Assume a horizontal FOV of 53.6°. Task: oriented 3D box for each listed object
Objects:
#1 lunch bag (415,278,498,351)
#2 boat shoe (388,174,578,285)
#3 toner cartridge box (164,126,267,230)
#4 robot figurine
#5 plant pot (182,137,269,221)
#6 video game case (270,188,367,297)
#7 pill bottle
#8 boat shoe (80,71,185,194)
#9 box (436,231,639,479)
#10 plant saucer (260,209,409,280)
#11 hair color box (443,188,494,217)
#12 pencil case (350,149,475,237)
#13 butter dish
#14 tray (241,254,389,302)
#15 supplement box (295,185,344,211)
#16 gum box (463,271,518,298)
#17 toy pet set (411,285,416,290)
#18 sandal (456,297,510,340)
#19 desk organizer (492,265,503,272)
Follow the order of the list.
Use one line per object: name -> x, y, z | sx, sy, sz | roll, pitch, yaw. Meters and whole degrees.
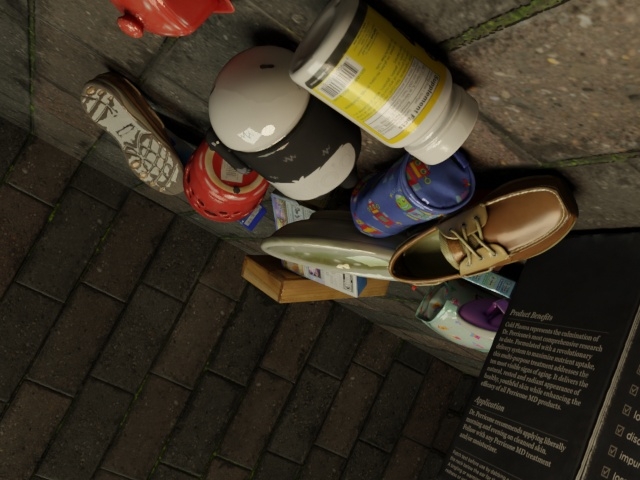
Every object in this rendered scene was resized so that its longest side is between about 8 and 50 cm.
lunch bag -> 0.406, 0.208, 1.742 | 0.224, 0.160, 0.262 | 27, 175, -2
boat shoe -> 0.236, 0.005, 0.980 | 0.324, 0.120, 0.122 | -30, 87, 47
toner cartridge box -> -0.299, -0.164, 1.613 | 0.348, 0.075, 0.165 | 38, 176, 4
robot figurine -> -0.045, -0.173, 0.967 | 0.174, 0.209, 0.278 | 39, -179, 41
plant pot -> -0.199, -0.147, 1.406 | 0.191, 0.191, 0.174 | 29, 162, -14
video game case -> 0.000, 0.000, 1.649 | 0.244, 0.061, 0.269 | 20, 138, 25
pill bottle -> 0.078, -0.184, 0.750 | 0.209, 0.119, 0.119 | 31, 168, -22
boat shoe -> -0.402, -0.249, 1.453 | 0.123, 0.116, 0.324 | -17, 125, 23
box -> 0.530, 0.300, 1.040 | 0.480, 0.471, 0.297 | 30, 170, -19
plant saucer -> 0.075, 0.008, 1.371 | 0.401, 0.100, 0.400 | 10, 171, 2
hair color box -> 0.293, -0.044, 1.087 | 0.093, 0.053, 0.167 | 34, 165, -32
pencil case -> 0.145, -0.083, 1.069 | 0.119, 0.133, 0.306 | 48, 166, -5
butter dish -> -0.221, -0.317, 0.819 | 0.160, 0.118, 0.160 | 18, 167, 34
tray -> -0.007, 0.104, 1.901 | 0.411, 0.076, 0.203 | 1, -161, -41
supplement box -> 0.000, -0.108, 1.383 | 0.083, 0.083, 0.056 | 22, 170, 17
gum box -> 0.365, 0.079, 1.423 | 0.185, 0.041, 0.157 | 23, -175, 13
toy pet set -> 0.240, 0.044, 1.526 | 0.065, 0.122, 0.114 | 36, -163, 8
sandal -> 0.504, 0.175, 1.451 | 0.416, 0.169, 0.102 | 13, 120, 44
desk organizer -> 0.334, 0.023, 1.311 | 0.130, 0.050, 0.047 | 16, -148, -38
